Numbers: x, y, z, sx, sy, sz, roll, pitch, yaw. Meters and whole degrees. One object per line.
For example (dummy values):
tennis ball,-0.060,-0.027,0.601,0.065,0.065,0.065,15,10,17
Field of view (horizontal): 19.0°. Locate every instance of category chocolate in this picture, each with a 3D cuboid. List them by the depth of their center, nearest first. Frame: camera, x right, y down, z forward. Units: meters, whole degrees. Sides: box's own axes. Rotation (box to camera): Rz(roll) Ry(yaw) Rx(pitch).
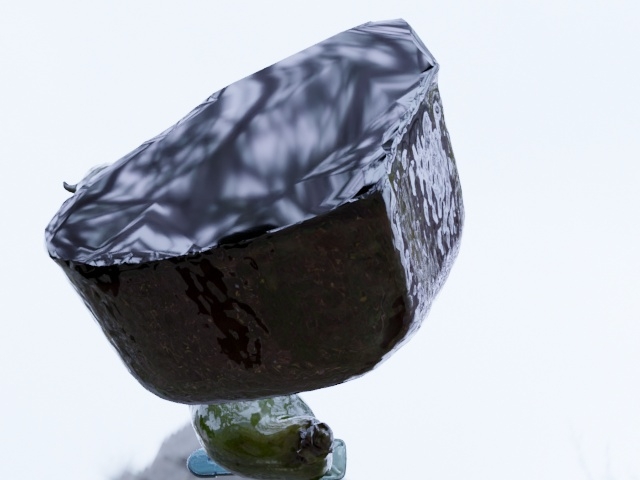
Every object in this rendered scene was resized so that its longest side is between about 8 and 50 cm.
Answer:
chocolate,0.000,0.000,0.623,0.125,0.148,0.080,18,-42,52

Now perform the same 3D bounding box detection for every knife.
knife,-0.032,0.131,1.132,0.096,0.027,0.010,-2,-29,6

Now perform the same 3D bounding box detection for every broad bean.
broad bean,-0.061,0.037,0.873,0.052,0.256,0.053,-4,-58,-28
